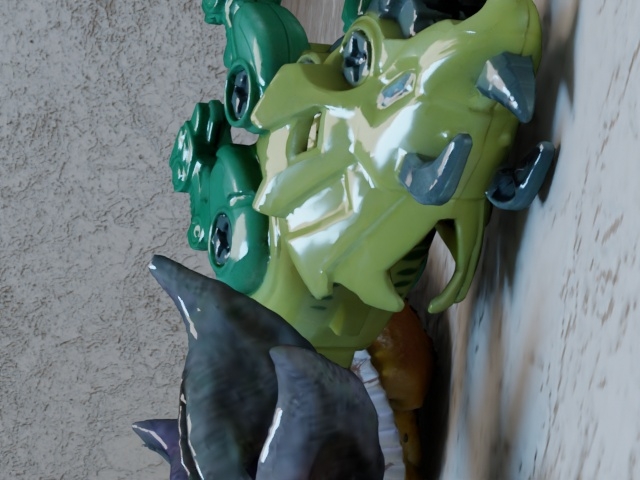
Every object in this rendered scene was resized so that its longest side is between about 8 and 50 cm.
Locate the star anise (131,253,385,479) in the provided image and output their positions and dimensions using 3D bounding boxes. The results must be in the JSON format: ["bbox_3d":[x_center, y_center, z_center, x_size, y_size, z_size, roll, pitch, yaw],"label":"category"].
[{"bbox_3d":[-0.005,0.110,0.508,0.204,0.061,0.181,51,133,30],"label":"star anise"}]

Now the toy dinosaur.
[{"bbox_3d":[0.000,0.000,0.574,0.153,0.094,0.259,-115,38,-46],"label":"toy dinosaur"}]

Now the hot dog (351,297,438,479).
[{"bbox_3d":[0.014,0.050,0.708,0.191,0.059,0.108,-108,10,-69],"label":"hot dog"}]
